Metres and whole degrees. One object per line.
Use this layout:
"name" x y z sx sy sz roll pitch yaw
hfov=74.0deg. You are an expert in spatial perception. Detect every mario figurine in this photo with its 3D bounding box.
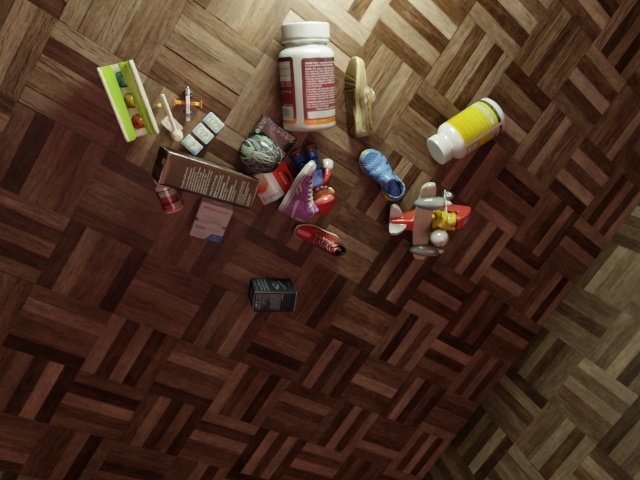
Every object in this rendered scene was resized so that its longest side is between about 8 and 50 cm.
"mario figurine" -0.037 -0.271 1.945 0.197 0.170 0.321 -11 107 29

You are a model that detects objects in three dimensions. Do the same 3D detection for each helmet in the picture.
"helmet" -0.249 -0.355 1.754 0.169 0.161 0.170 -5 113 -13

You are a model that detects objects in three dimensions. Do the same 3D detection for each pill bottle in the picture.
"pill bottle" 0.681 -0.508 2.008 0.333 0.188 0.188 -33 116 -3
"pill bottle" -0.642 -0.196 1.788 0.085 0.086 0.152 -19 114 -9
"pill bottle" -0.053 -0.653 1.712 0.223 0.224 0.393 -7 113 -14

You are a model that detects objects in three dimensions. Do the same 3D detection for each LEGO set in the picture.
"LEGO set" -0.538 -0.494 1.722 0.182 0.060 0.244 -45 115 -1

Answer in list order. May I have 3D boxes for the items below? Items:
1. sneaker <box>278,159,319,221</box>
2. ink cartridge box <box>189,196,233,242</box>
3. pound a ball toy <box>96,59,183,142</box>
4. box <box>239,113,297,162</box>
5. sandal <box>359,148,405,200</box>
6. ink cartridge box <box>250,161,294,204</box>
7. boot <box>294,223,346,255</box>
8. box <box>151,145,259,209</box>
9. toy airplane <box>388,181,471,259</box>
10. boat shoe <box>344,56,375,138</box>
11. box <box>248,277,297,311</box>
"sneaker" -0.053 -0.204 1.838 0.161 0.102 0.282 32 124 -3
"ink cartridge box" -0.474 -0.096 1.848 0.139 0.082 0.191 17 124 -22
"pound a ball toy" -0.680 -0.518 1.627 0.208 0.136 0.320 -20 117 -13
"box" -0.226 -0.420 1.849 0.190 0.045 0.184 33 98 -24
"sandal" 0.306 -0.303 2.005 0.126 0.138 0.317 -44 114 6
"ink cartridge box" -0.209 -0.251 1.880 0.179 0.045 0.146 -17 119 24
"boot" 0.000 0.000 2.008 0.244 0.176 0.089 17 107 -20
"box" -0.463 -0.253 1.720 0.381 0.191 0.143 16 99 -32
"toy airplane" 0.519 -0.075 2.078 0.385 0.273 0.384 25 122 -37
"boat shoe" 0.177 -0.624 1.858 0.110 0.122 0.342 -13 124 -16
"box" -0.233 0.262 2.051 0.206 0.153 0.108 4 110 -17
